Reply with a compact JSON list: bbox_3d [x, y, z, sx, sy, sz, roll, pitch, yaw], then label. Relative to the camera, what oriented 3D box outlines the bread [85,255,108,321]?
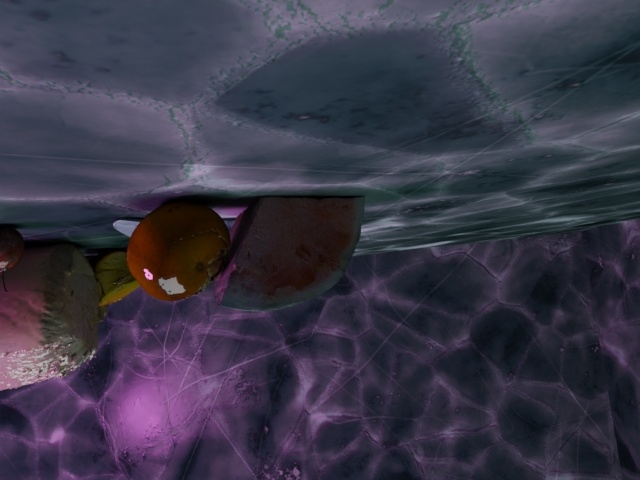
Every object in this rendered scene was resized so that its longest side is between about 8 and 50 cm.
[{"bbox_3d":[-0.701,0.143,1.284,0.274,0.185,0.114,-6,168,-1],"label":"bread"}]

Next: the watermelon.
[{"bbox_3d":[-0.055,0.005,0.837,0.260,0.256,0.176,4,126,-25],"label":"watermelon"}]

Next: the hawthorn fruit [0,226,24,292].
[{"bbox_3d":[-0.498,0.029,0.771,0.066,0.103,0.067,-4,165,-1],"label":"hawthorn fruit"}]

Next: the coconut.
[{"bbox_3d":[-0.629,0.156,0.995,0.309,0.298,0.297,-9,175,-7],"label":"coconut"}]

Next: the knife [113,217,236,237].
[{"bbox_3d":[-0.220,-0.009,0.929,0.331,0.044,0.080,1,141,-36],"label":"knife"}]

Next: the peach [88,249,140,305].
[{"bbox_3d":[-0.511,0.088,1.216,0.151,0.151,0.118,-1,-166,-44],"label":"peach"}]

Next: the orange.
[{"bbox_3d":[-0.214,0.012,0.751,0.134,0.157,0.156,39,-157,33],"label":"orange"}]
